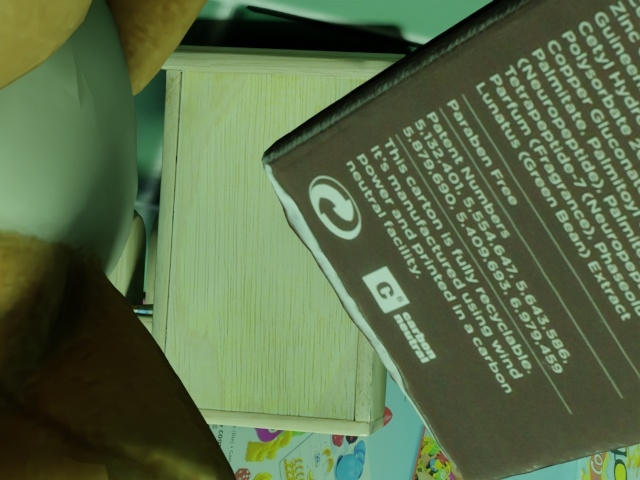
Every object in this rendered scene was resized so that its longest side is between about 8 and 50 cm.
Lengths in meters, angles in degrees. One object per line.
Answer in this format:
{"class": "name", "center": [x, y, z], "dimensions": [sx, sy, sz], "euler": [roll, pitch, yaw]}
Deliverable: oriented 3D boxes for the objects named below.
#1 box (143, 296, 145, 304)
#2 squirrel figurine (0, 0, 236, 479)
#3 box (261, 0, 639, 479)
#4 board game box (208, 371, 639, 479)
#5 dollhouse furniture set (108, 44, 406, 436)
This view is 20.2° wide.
{"class": "box", "center": [-0.182, 0.157, 1.102], "dimensions": [0.123, 0.256, 0.128], "euler": [18, 156, -22]}
{"class": "squirrel figurine", "center": [-0.240, -0.088, 0.507], "dimensions": [0.397, 0.281, 0.370], "euler": [-5, 149, 23]}
{"class": "box", "center": [0.170, -0.064, 0.484], "dimensions": [0.143, 0.191, 0.381], "euler": [57, 146, -2]}
{"class": "board game box", "center": [0.061, 0.130, 1.107], "dimensions": [0.275, 0.144, 0.142], "euler": [-5, 156, 31]}
{"class": "dollhouse furniture set", "center": [0.000, 0.000, 0.874], "dimensions": [0.212, 0.161, 0.242], "euler": [4, 180, 10]}
